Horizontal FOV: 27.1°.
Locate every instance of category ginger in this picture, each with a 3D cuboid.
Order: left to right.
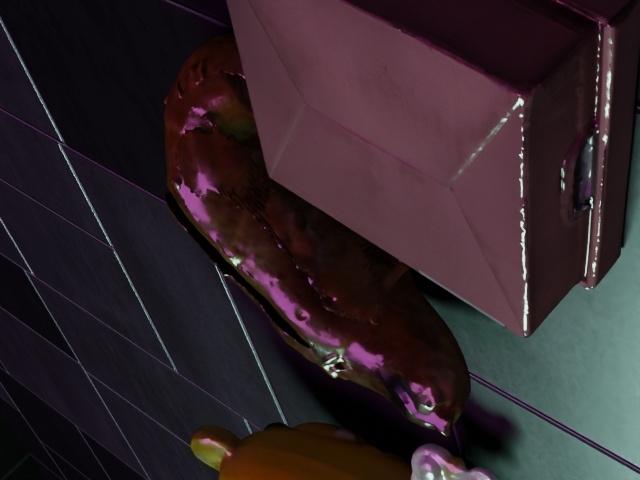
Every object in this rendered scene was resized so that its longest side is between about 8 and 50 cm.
[{"bbox_3d":[-0.012,0.001,0.936,0.133,0.107,0.309,-24,109,41],"label":"ginger"}]

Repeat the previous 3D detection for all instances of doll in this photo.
[{"bbox_3d":[0.100,0.307,1.198,0.348,0.161,0.423,-15,119,50],"label":"doll"}]

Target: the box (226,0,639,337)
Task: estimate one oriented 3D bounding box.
[{"bbox_3d":[0.055,-0.075,0.709,0.215,0.086,0.215,34,155,28],"label":"box"}]
